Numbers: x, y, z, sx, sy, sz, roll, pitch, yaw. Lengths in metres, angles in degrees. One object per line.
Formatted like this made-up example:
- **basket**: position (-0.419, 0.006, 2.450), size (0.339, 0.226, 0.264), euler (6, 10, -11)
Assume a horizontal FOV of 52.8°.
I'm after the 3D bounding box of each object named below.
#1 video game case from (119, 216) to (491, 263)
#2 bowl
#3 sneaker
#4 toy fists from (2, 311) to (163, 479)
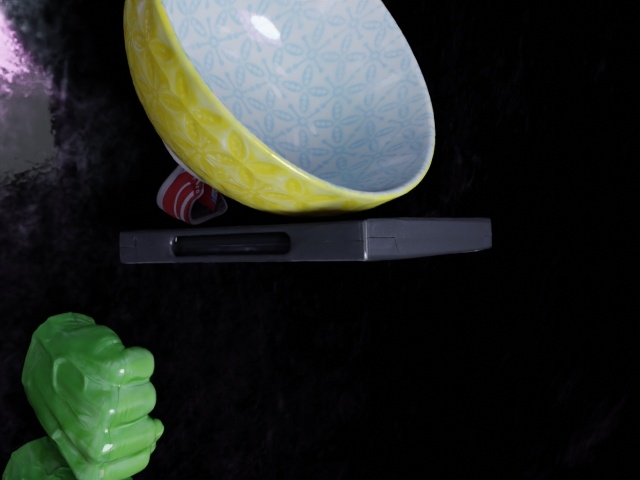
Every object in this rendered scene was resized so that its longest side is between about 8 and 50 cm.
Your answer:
- **video game case**: position (0.000, 0.000, 0.615), size (0.275, 0.248, 0.035), euler (-3, 92, -57)
- **bowl**: position (-0.054, -0.130, 0.555), size (0.289, 0.289, 0.156), euler (1, 156, -46)
- **sneaker**: position (-0.108, -0.069, 0.631), size (0.042, 0.067, 0.118), euler (31, 91, -50)
- **toy fists**: position (-0.228, 0.213, 0.626), size (0.096, 0.142, 0.279), euler (2, 113, -46)
